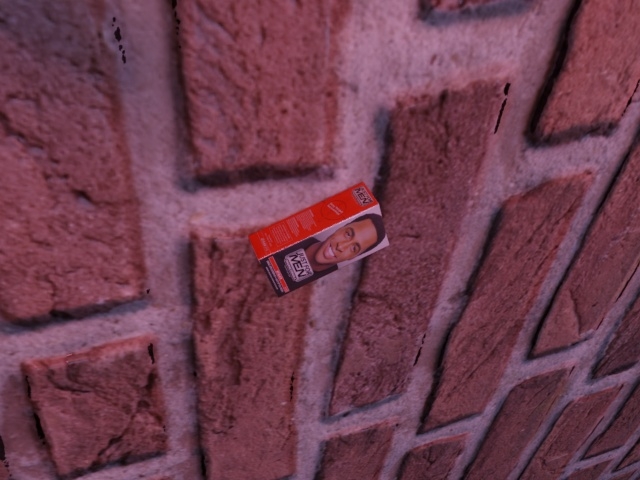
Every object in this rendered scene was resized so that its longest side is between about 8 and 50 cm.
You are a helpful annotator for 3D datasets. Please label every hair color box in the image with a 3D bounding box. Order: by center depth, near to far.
[{"bbox_3d":[0.000,0.000,0.679,0.141,0.043,0.072,-26,137,-4],"label":"hair color box"}]
